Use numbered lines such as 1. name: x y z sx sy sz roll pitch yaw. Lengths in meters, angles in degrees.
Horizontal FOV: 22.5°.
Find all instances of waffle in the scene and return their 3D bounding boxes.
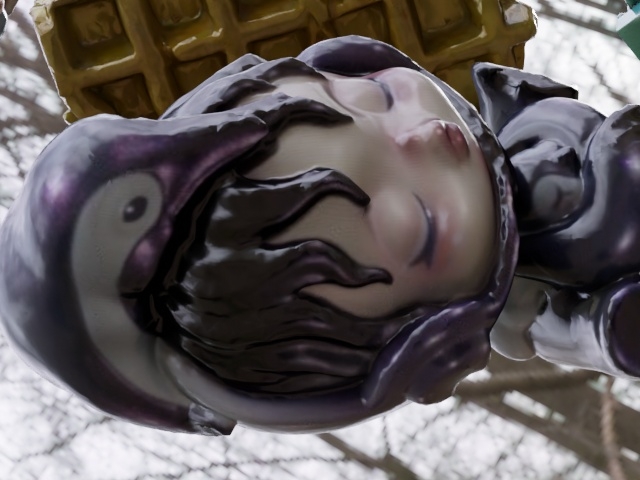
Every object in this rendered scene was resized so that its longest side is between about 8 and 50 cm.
1. waffle: 0.001 -0.044 0.775 0.229 0.057 0.219 -15 -71 1

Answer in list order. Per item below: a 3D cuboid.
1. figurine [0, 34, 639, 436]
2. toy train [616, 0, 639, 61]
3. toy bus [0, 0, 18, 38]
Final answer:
1. figurine: 0.000 0.000 0.547 0.222 0.145 0.145 1 -68 -22
2. toy train: 0.145 -0.057 0.603 0.029 0.092 0.045 -36 8 21
3. toy bus: -0.333 -0.266 1.292 0.232 0.194 0.287 39 -123 -30
